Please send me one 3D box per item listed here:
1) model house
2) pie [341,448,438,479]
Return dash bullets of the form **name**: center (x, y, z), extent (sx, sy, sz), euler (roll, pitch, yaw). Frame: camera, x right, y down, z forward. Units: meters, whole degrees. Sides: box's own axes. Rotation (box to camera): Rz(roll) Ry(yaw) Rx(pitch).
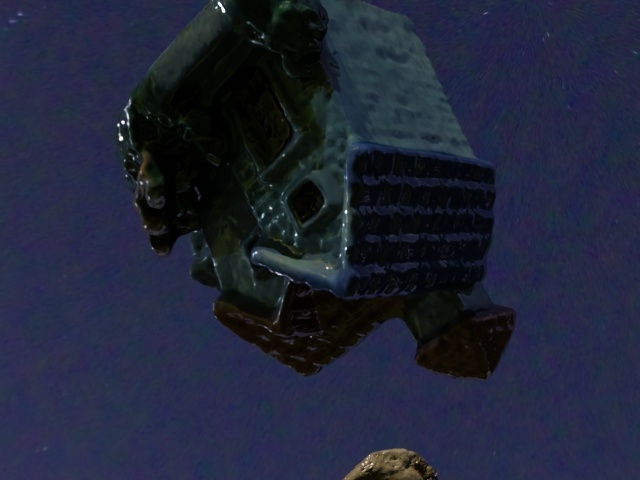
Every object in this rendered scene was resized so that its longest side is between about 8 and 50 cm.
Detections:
- **model house**: center (0.000, 0.000, 0.797), extent (0.295, 0.251, 0.329), euler (-38, -111, 35)
- **pie**: center (0.076, 0.359, 1.229), extent (0.163, 0.079, 0.194), euler (-4, -59, -7)
